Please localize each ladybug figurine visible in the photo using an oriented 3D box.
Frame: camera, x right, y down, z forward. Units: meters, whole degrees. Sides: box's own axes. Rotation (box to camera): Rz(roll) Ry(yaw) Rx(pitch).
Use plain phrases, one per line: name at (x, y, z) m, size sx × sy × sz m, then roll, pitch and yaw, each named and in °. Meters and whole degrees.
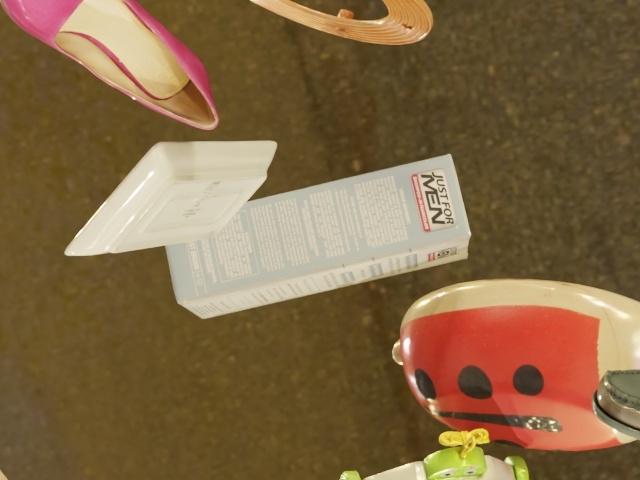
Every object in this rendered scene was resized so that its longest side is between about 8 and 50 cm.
ladybug figurine at (0.298, 0.186, 1.960) m, size 0.449 × 0.162 × 0.305 m, roll -1°, pitch 141°, yaw 33°

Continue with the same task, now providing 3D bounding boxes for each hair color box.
hair color box at (0.000, 0.000, 1.822) m, size 0.185 × 0.375 × 0.113 m, roll 63°, pitch -165°, yaw -80°

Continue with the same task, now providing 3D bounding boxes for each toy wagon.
toy wagon at (0.156, 0.353, 1.976) m, size 0.344 × 0.267 × 0.068 m, roll 115°, pitch 148°, yaw -61°

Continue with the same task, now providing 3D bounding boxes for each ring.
ring at (-0.009, -0.343, 1.838) m, size 0.337 × 0.337 × 0.032 m, roll 9°, pitch 76°, yaw 54°

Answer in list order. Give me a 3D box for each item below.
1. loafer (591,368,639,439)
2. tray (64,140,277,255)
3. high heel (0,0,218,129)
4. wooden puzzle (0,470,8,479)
loafer at (0.376, 0.138, 1.224) m, size 0.096 × 0.268 × 0.084 m, roll -74°, pitch -6°, yaw -61°
tray at (-0.133, -0.038, 1.387) m, size 0.030 × 0.270 × 0.145 m, roll 46°, pitch 108°, yaw 13°
high heel at (-0.168, -0.157, 1.158) m, size 0.117 × 0.082 × 0.244 m, roll 47°, pitch -176°, yaw 21°
wooden puzzle at (-0.431, 0.274, 1.430) m, size 0.044 × 0.221 × 0.238 m, roll -2°, pitch 130°, yaw 40°
